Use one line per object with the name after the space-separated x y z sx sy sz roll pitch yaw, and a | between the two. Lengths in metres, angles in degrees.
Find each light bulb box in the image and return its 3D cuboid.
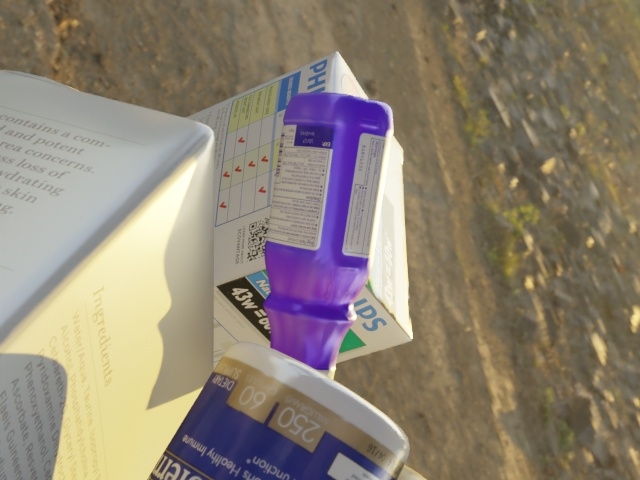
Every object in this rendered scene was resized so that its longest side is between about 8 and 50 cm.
-0.083 -0.011 1.295 0.225 0.361 0.358 49 32 -41 | light bulb box

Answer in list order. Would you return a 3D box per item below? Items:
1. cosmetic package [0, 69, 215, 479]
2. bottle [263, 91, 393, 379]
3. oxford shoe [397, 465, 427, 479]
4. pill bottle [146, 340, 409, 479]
-0.305 0.098 0.699 0.394 0.329 0.327 -55 156 -49 | cosmetic package
0.000 0.000 0.918 0.092 0.118 0.283 7 92 -32 | bottle
-0.036 0.367 0.886 0.146 0.397 0.140 40 -17 47 | oxford shoe
-0.062 0.216 0.646 0.153 0.153 0.265 41 72 -35 | pill bottle
